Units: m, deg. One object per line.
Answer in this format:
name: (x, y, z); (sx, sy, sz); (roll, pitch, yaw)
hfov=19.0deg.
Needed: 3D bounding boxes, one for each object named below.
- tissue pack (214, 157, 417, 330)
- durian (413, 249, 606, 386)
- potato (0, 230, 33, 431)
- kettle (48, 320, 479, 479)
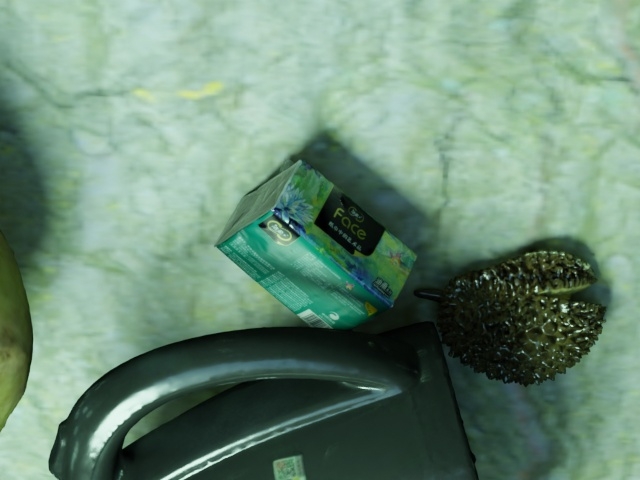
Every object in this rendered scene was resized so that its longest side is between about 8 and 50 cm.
tissue pack: (0.001, 0.000, 1.328); (0.111, 0.079, 0.085); (39, 143, -15)
durian: (0.135, 0.059, 1.359); (0.140, 0.071, 0.110); (9, 113, 0)
potato: (-0.333, 0.053, 1.260); (0.301, 0.288, 0.237); (-47, 131, -19)
kettle: (-0.038, 0.165, 1.311); (0.290, 0.207, 0.268); (-14, 126, 1)
